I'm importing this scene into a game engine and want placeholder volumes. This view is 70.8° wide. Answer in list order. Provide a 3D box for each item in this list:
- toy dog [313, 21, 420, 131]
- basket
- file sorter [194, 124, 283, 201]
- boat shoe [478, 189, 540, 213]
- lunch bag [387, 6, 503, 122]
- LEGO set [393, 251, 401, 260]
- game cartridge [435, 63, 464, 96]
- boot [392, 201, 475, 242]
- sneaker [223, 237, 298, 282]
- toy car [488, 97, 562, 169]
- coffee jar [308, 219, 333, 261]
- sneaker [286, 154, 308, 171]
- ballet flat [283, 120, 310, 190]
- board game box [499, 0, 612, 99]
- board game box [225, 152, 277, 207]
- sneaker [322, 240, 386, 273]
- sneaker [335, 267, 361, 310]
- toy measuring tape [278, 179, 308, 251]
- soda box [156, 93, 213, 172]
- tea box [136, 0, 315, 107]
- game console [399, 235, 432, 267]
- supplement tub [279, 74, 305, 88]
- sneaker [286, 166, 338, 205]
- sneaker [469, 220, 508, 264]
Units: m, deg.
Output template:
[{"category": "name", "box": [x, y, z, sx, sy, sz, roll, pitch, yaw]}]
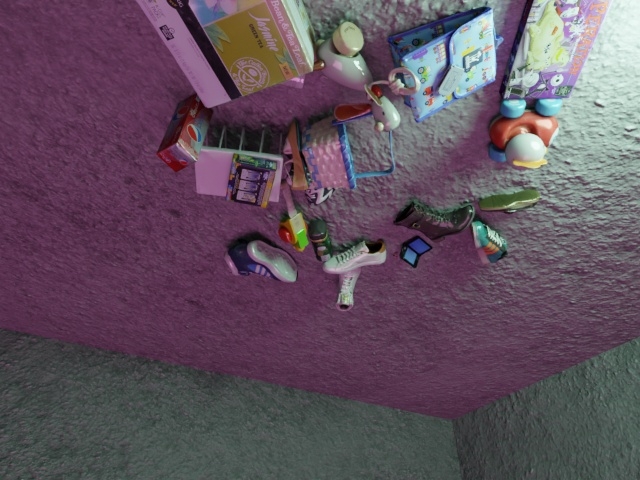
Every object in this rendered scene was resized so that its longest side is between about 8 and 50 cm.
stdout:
[{"category": "toy dog", "box": [0.086, -0.428, 1.242, 0.334, 0.161, 0.220, 40, 154, 1]}, {"category": "basket", "box": [0.092, -0.298, 1.463, 0.289, 0.201, 0.254, -5, 138, 8]}, {"category": "file sorter", "box": [-0.268, -0.272, 1.528, 0.278, 0.173, 0.193, 6, 139, -6]}, {"category": "boat shoe", "box": [0.726, -0.136, 1.736, 0.224, 0.080, 0.073, -11, 134, 8]}, {"category": "lunch bag", "box": [0.369, -0.512, 1.281, 0.293, 0.138, 0.221, -22, 137, 8]}, {"category": "LEGO set", "box": [0.372, 0.078, 2.047, 0.083, 0.023, 0.054, 6, 140, -5]}, {"category": "game cartridge", "box": [0.361, -0.445, 1.252, 0.056, 0.017, 0.083, 8, 128, -29]}, {"category": "boot", "box": [0.448, -0.092, 1.789, 0.229, 0.091, 0.263, 25, 137, -26]}, {"category": "sneaker", "box": [-0.284, 0.111, 2.044, 0.236, 0.130, 0.323, -17, 143, 35]}, {"category": "toy car", "box": [0.658, -0.299, 1.416, 0.210, 0.238, 0.219, -2, 141, 4]}, {"category": "coffee jar", "box": [0.000, 0.000, 1.908, 0.079, 0.096, 0.184, -9, 139, 7]}, {"category": "sneaker", "box": [-0.084, -0.266, 1.619, 0.089, 0.051, 0.170, -32, 142, 33]}, {"category": "ballet flat", "box": [-0.089, -0.278, 1.489, 0.073, 0.232, 0.080, -11, 176, 2]}, {"category": "board game box", "box": [0.652, -0.558, 1.257, 0.208, 0.056, 0.347, -4, 140, 0]}, {"category": "board game box", "box": [-0.225, -0.191, 1.454, 0.141, 0.048, 0.170, 10, 138, -14]}, {"category": "sneaker", "box": [0.144, 0.058, 1.965, 0.290, 0.106, 0.123, -14, 135, -8]}, {"category": "sneaker", "box": [0.131, 0.215, 2.108, 0.108, 0.169, 0.292, 4, 139, -1]}, {"category": "toy measuring tape", "box": [-0.131, -0.096, 1.809, 0.121, 0.121, 0.330, -9, 122, 12]}, {"category": "soda box", "box": [-0.412, -0.335, 1.384, 0.092, 0.263, 0.083, -21, 134, 24]}, {"category": "tea box", "box": [-0.219, -0.568, 1.132, 0.324, 0.220, 0.329, -14, 137, 17]}, {"category": "game console", "box": [0.421, 0.052, 1.982, 0.122, 0.107, 0.071, 34, 159, -32]}, {"category": "supplement tub", "box": [-0.101, -0.495, 1.334, 0.107, 0.071, 0.071, 10, 140, -10]}, {"category": "sneaker", "box": [-0.038, -0.183, 1.635, 0.235, 0.094, 0.153, -14, 146, -41]}, {"category": "sneaker", "box": [0.707, -0.003, 1.884, 0.121, 0.108, 0.302, -19, 144, 21]}]
